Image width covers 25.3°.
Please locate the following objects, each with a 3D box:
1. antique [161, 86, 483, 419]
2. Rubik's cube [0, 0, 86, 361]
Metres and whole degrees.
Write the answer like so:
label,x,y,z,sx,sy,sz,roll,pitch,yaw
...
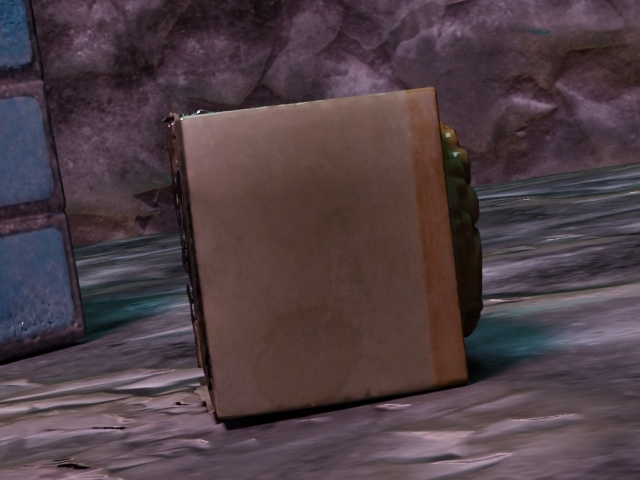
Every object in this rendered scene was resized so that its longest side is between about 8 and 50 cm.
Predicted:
label,x,y,z,sx,sy,sz,roll,pitch,yaw
antique,0.000,0.000,0.710,0.148,0.147,0.152,-8,5,-6
Rubik's cube,-0.392,-0.038,1.050,0.305,0.301,0.303,-14,6,-42
